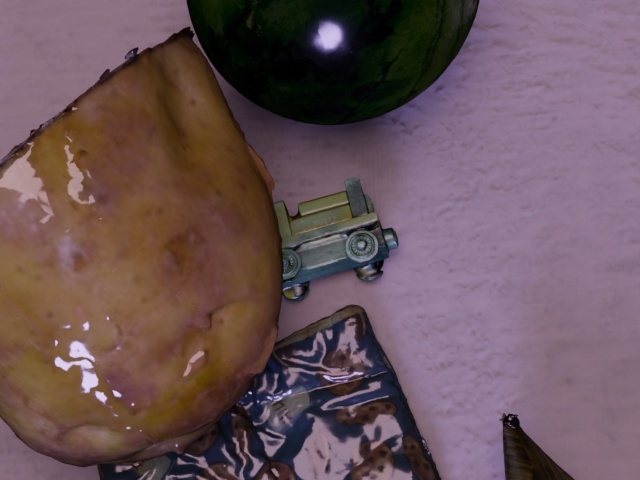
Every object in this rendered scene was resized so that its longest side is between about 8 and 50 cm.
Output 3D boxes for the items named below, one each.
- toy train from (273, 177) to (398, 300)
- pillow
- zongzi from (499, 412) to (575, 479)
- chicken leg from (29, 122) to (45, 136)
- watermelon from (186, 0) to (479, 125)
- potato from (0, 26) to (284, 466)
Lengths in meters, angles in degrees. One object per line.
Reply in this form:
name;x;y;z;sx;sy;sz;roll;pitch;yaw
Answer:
toy train;0.000;0.000;1.247;0.122;0.050;0.081;-17;66;3
pillow;-0.046;0.179;1.208;0.255;0.034;0.189;-22;75;-2
zongzi;0.244;0.242;1.115;0.220;0.112;0.242;-3;73;7
chicken leg;-0.225;-0.063;1.302;0.036;0.021;0.083;-22;73;-15
watermelon;0.011;-0.211;1.207;0.242;0.242;0.242;-2;74;6
potato;-0.133;0.027;1.153;0.288;0.301;0.237;-43;90;17
